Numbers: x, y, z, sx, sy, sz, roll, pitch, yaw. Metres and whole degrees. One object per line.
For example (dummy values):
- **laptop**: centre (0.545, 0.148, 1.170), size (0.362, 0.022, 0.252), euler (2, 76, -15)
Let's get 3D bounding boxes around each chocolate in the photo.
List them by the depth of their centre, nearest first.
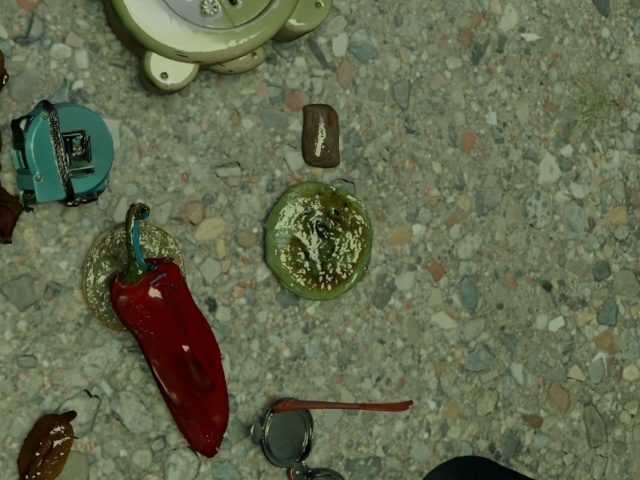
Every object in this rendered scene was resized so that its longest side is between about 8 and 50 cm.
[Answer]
- **chocolate**: centre (0.006, -0.163, 1.306), size (0.064, 0.031, 0.101), euler (3, 86, -27)

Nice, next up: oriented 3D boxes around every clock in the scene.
- **clock**: centre (-0.163, -0.371, 1.200), size (0.309, 0.114, 0.284), euler (-35, 103, -18)

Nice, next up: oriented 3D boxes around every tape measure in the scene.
- **tape measure**: centre (-0.340, -0.116, 1.125), size (0.125, 0.081, 0.146), euler (-17, 106, -40)

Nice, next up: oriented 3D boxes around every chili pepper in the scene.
- **chili pepper**: centre (-0.202, 0.137, 1.159), size (0.110, 0.110, 0.388), euler (-29, 113, -21)

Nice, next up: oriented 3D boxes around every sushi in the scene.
- **sushi**: centre (-0.368, 0.280, 1.126), size (0.052, 0.055, 0.120), euler (21, 91, -32)

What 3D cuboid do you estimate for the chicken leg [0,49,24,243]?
- **chicken leg**: centre (-0.441, -0.141, 1.092), size (0.113, 0.093, 0.305), euler (-17, 100, -35)

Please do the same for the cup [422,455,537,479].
- **cup**: centre (0.268, 0.466, 1.260), size (0.307, 0.292, 0.242), euler (18, 82, -23)

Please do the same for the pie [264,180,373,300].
- **pie**: centre (0.000, 0.000, 1.293), size (0.186, 0.041, 0.187), euler (1, 88, -22)

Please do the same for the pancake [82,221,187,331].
- **pancake**: centre (-0.261, 0.052, 1.190), size (0.158, 0.028, 0.158), euler (0, 89, -26)

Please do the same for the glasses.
- **glasses**: centre (0.045, 0.324, 1.190), size (0.118, 0.268, 0.234), euler (-33, 100, -39)
